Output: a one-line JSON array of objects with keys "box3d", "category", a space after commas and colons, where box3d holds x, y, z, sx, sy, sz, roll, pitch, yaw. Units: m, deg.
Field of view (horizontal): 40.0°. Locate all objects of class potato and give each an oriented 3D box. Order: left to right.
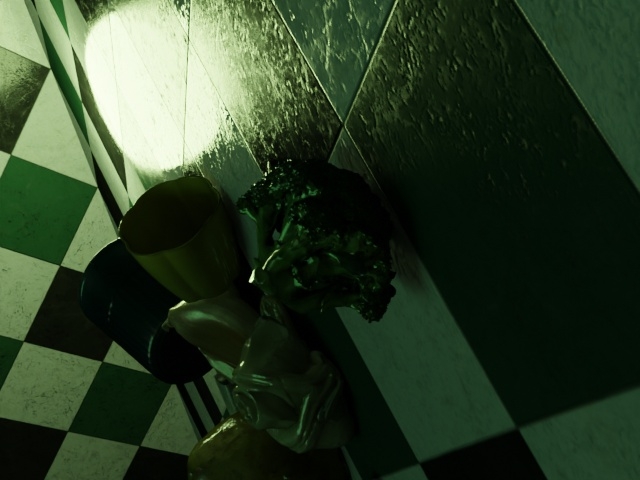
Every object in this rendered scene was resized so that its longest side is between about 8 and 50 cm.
[{"box3d": [-0.109, 0.395, 1.585, 0.229, 0.266, 0.229, 56, 158, 36], "category": "potato"}]

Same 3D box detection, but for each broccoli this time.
[{"box3d": [0.000, 0.000, 0.920, 0.195, 0.156, 0.195, 32, 173, 5], "category": "broccoli"}]

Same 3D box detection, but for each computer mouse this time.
[{"box3d": [-0.189, 0.095, 1.777, 0.110, 0.032, 0.056, 58, 154, -5], "category": "computer mouse"}]

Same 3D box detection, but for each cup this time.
[{"box3d": [-0.351, 0.176, 1.963, 0.292, 0.242, 0.307, 31, 145, 40], "category": "cup"}]

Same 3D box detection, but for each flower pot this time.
[{"box3d": [-0.237, 0.009, 1.591, 0.195, 0.195, 0.179, 47, 168, 46], "category": "flower pot"}]

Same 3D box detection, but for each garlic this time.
[{"box3d": [-0.186, 0.176, 1.723, 0.228, 0.110, 0.217, 30, 145, 0], "category": "garlic"}]

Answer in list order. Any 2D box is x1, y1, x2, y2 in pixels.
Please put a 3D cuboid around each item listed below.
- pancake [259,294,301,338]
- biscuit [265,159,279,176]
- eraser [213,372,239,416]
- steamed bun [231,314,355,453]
[{"box3d": [-0.062, 0.165, 1.520, 0.158, 0.028, 0.158, 50, 155, 35], "category": "pancake"}, {"box3d": [-0.052, -0.049, 1.213, 0.119, 0.019, 0.130, 66, 163, -1], "category": "biscuit"}, {"box3d": [-0.114, 0.468, 1.960, 0.403, 0.098, 0.096, 69, 162, -11], "category": "eraser"}, {"box3d": [-0.060, 0.246, 1.392, 0.211, 0.144, 0.218, 28, 139, 45], "category": "steamed bun"}]
